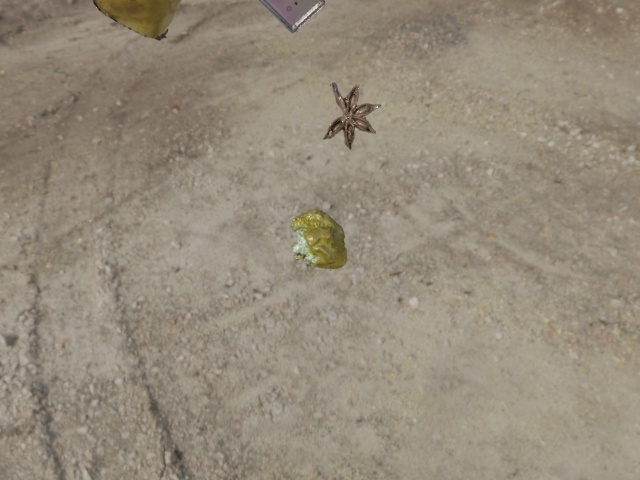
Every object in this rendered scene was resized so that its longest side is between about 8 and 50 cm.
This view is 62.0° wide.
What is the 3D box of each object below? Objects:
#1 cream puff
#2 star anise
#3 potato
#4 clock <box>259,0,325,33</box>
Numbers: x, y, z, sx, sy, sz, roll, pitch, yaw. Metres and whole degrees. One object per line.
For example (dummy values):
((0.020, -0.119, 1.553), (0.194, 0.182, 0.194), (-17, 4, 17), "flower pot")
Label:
((0.000, -0.001, 1.235), (0.121, 0.156, 0.156), (-8, 42, -15), "cream puff")
((0.101, -0.392, 1.699), (0.172, 0.208, 0.063), (8, 1, -4), "star anise")
((-0.450, -0.699, 1.414), (0.229, 0.266, 0.229), (25, 46, -29), "potato")
((-0.097, -0.737, 1.597), (0.144, 0.193, 0.073), (-35, 52, 22), "clock")
